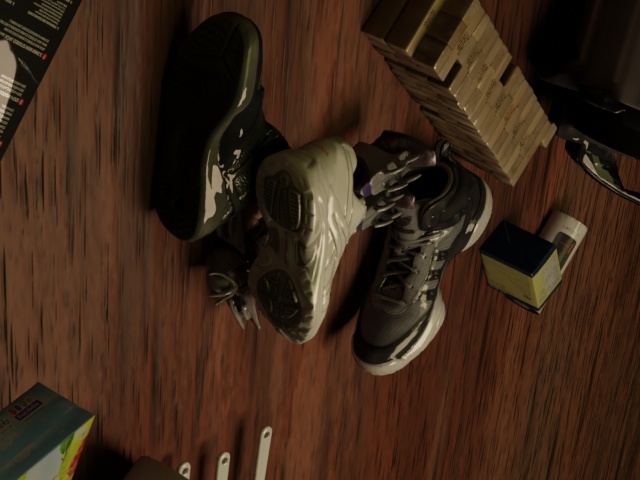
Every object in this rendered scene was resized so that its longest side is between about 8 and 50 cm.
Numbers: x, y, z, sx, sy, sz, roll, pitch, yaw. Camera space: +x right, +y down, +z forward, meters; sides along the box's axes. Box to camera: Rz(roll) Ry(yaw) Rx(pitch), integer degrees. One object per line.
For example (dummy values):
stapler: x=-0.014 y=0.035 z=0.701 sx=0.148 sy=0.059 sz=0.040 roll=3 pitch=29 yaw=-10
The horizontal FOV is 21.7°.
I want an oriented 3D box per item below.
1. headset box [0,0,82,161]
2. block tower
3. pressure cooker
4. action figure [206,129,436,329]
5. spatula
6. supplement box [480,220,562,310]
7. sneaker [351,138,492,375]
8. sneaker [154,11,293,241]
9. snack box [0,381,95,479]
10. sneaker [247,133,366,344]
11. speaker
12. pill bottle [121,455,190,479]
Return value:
headset box: x=-0.312 y=-0.121 z=1.160 sx=0.218 sy=0.110 sz=0.293 roll=24 pitch=93 yaw=-59
block tower: x=0.160 y=-0.172 z=1.843 sx=0.097 sy=0.091 sz=0.335 roll=-58 pitch=148 yaw=-6
pressure cooker: x=0.483 y=-0.228 z=2.011 sx=0.375 sy=0.370 sz=0.420 roll=-8 pitch=116 yaw=-50
action figure: x=-0.012 y=-0.016 z=1.704 sx=0.285 sy=0.099 sz=0.185 roll=-34 pitch=144 yaw=-34
spatula: x=-0.117 y=0.320 z=1.855 sx=0.168 sy=0.019 sz=0.242 roll=-20 pitch=128 yaw=-41
supplement box: x=0.260 y=0.033 z=2.153 sx=0.056 sy=0.083 sz=0.083 roll=-48 pitch=146 yaw=-22
sneaker: x=0.095 y=0.012 z=1.884 sx=0.268 sy=0.101 sz=0.153 roll=-61 pitch=149 yaw=-14
sneaker: x=-0.078 y=-0.116 z=1.541 sx=0.130 sy=0.087 sz=0.227 roll=-28 pitch=138 yaw=-46
snack box: x=-0.292 y=0.250 z=1.446 sx=0.174 sy=0.070 sz=0.207 roll=-39 pitch=155 yaw=-59
sneaker: x=0.000 y=0.000 z=1.597 sx=0.115 sy=0.090 sz=0.232 roll=-32 pitch=145 yaw=-37
speaker: x=0.304 y=0.028 z=2.246 sx=0.136 sy=0.055 sz=0.055 roll=-59 pitch=149 yaw=-6
pill bottle: x=-0.214 y=0.402 z=1.619 sx=0.361 sy=0.204 sz=0.204 roll=-54 pitch=148 yaw=-15
